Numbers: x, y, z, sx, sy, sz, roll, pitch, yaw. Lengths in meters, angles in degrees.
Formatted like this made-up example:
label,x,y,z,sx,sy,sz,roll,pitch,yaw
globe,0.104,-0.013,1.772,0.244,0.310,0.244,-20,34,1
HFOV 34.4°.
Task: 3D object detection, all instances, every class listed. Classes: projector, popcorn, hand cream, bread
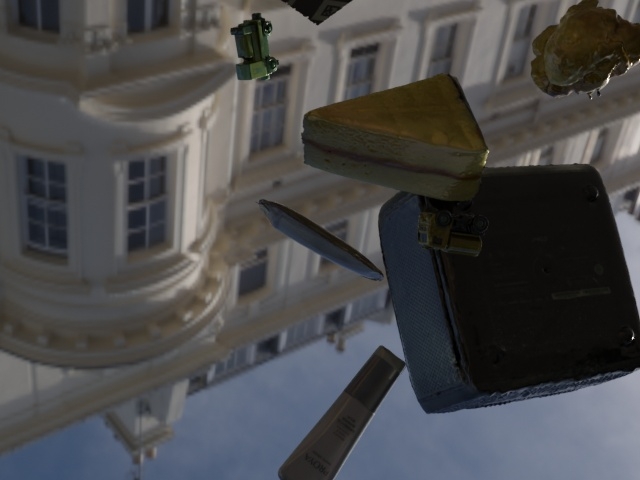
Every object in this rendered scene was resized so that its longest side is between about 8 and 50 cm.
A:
label,x,y,z,sx,sy,sz,roll,pitch,yaw
projector,0.343,0.084,1.864,0.395,0.242,0.405,-4,-105,-26
popcorn,0.578,-0.411,2.248,0.191,0.253,0.190,46,-158,-3
hand cream,0.036,0.272,1.552,0.079,0.048,0.255,37,-103,-2
bread,0.117,-0.134,1.658,0.264,0.168,0.163,-16,-119,-8

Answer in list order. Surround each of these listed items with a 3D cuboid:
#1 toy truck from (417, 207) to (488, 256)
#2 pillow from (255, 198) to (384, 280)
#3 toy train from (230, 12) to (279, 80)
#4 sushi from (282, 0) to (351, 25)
label,x,y,z,sx,sy,sz,roll,pitch,yaw
toy truck,0.163,-0.011,1.309,0.083,0.054,0.049,8,-176,-16
pillow,0.000,0.000,1.621,0.232,0.130,0.038,31,-99,2
toy train,-0.119,-0.342,1.844,0.050,0.122,0.081,10,-154,43
sushi,0.027,-0.538,2.043,0.292,0.059,0.294,-35,-129,-10
